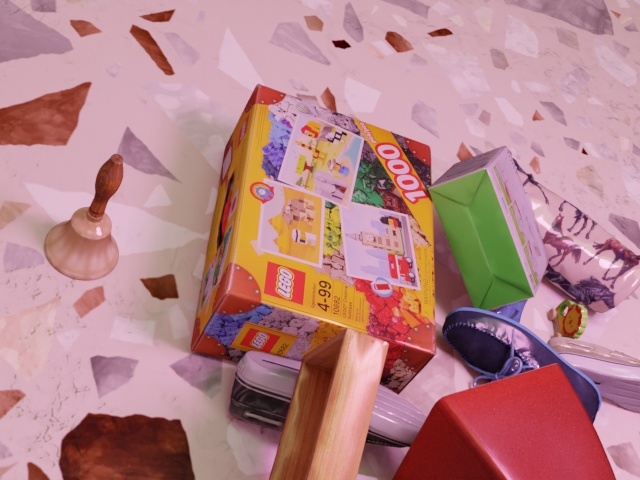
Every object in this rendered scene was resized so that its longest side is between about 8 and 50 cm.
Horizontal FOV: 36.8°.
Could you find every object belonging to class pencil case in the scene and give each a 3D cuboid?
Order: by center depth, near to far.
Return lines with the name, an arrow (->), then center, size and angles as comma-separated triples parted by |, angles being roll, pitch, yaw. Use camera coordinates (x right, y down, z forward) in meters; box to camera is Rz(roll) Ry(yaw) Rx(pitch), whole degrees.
pencil case -> 0.505, -0.014, 2.052 | 0.410, 0.160, 0.183 | 37, 60, 4

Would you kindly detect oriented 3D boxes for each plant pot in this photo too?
plant pot -> 0.299, 0.387, 1.495 | 0.267, 0.267, 0.235 | -9, 45, -34

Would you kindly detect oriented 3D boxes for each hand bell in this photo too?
hand bell -> -0.359, -0.053, 1.551 | 0.126, 0.242, 0.126 | 15, 49, -18

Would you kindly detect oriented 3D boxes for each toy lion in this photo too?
toy lion -> 0.505, 0.160, 1.947 | 0.034, 0.096, 0.100 | 16, 44, -16

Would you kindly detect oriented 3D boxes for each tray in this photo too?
tray -> -0.015, 0.343, 1.344 | 0.076, 0.203, 0.410 | 22, 67, -11

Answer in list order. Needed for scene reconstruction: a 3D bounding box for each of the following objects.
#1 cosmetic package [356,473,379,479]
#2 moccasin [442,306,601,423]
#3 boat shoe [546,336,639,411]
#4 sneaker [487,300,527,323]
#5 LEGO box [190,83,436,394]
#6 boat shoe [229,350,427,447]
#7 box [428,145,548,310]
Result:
cosmetic package -> 0.027, 0.468, 1.440 | 0.117, 0.085, 0.231 | 14, 47, -18
moccasin -> 0.376, 0.246, 1.783 | 0.342, 0.137, 0.117 | 30, 50, -2
boat shoe -> 0.588, 0.259, 1.908 | 0.302, 0.109, 0.094 | 17, 45, -12
sneaker -> 0.379, 0.131, 1.939 | 0.209, 0.069, 0.082 | -32, 105, -51
LEGO box -> 0.000, 0.000, 1.739 | 0.373, 0.193, 0.500 | 18, 47, -16
boat shoe -> 0.012, 0.282, 1.572 | 0.335, 0.119, 0.121 | 20, 16, -3
box -> 0.336, -0.028, 1.871 | 0.262, 0.127, 0.231 | 68, 24, -9
